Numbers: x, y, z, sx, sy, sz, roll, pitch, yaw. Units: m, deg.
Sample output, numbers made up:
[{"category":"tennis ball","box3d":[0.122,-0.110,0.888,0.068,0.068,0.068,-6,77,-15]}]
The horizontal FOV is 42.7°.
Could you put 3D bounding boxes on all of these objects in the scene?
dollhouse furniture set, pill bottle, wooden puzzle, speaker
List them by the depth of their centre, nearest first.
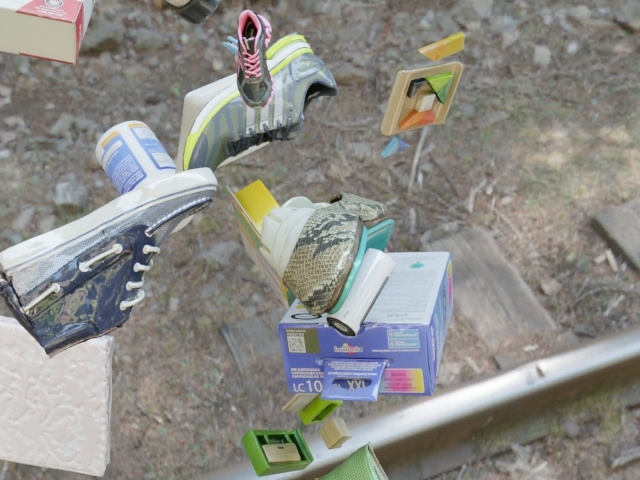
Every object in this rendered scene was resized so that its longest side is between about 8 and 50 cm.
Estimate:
[{"category":"wooden puzzle","box3d":[0.092,-0.127,0.735,0.078,0.116,0.014,-19,51,-26]},{"category":"speaker","box3d":[0.064,0.080,1.288,0.055,0.055,0.136,23,67,22]},{"category":"dollhouse furniture set","box3d":[0.000,0.484,1.710,0.151,0.197,0.302,13,37,-48]},{"category":"pill bottle","box3d":[-0.420,-0.148,1.987,0.152,0.152,0.272,-27,65,-21]}]

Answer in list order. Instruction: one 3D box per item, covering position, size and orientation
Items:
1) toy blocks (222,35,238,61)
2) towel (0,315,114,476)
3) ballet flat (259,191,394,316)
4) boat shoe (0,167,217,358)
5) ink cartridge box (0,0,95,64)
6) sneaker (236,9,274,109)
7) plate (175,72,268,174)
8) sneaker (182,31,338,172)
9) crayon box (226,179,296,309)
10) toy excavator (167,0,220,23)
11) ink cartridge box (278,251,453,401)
[{"category":"toy blocks","box3d":[-0.166,-0.422,1.859,0.054,0.148,0.123,-56,35,8]},{"category":"towel","box3d":[-0.603,0.332,1.766,0.316,0.332,0.053,8,16,6]},{"category":"ballet flat","box3d":[0.000,0.000,1.308,0.182,0.164,0.483,26,14,6]},{"category":"boat shoe","box3d":[-0.273,0.032,1.146,0.340,0.127,0.158,-27,85,-15]},{"category":"ink cartridge box","box3d":[-0.269,-0.241,0.785,0.099,0.056,0.135,10,52,-8]},{"category":"sneaker","box3d":[-0.081,-0.215,0.963,0.047,0.057,0.119,-5,84,4]},{"category":"plate","box3d":[-0.165,-0.245,1.686,0.277,0.278,0.045,-30,71,-29]},{"category":"sneaker","box3d":[-0.094,-0.190,1.272,0.121,0.111,0.300,41,80,11]},{"category":"crayon box","box3d":[-0.106,0.005,1.844,0.083,0.323,0.203,-32,67,-11]},{"category":"toy excavator","box3d":[-0.173,-0.592,1.501,0.445,0.222,0.433,-33,53,26]},{"category":"ink cartridge box","box3d":[0.090,0.158,1.518,0.269,0.151,0.395,-2,19,16]}]
